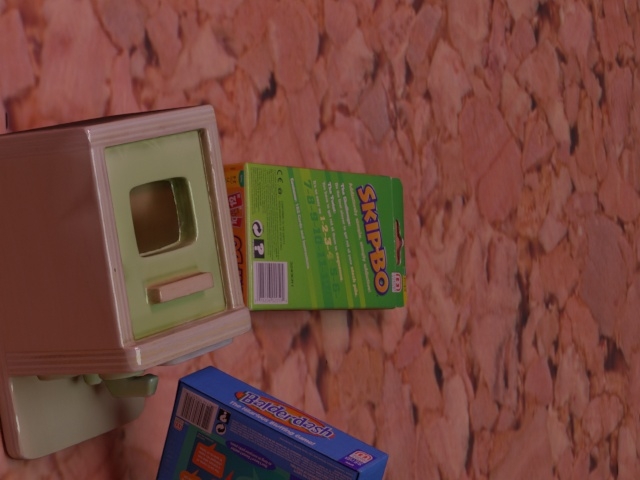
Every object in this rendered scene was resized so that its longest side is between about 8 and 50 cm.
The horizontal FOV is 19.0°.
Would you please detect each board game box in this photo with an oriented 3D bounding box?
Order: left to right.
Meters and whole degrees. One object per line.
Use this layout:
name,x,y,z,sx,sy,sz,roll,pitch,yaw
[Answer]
board game box,-0.051,0.219,1.397,0.047,0.160,0.210,-20,130,-58
board game box,0.000,0.000,1.687,0.259,0.039,0.124,2,85,-55

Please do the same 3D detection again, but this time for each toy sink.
toy sink,-0.145,0.029,1.367,0.153,0.131,0.234,-16,100,-57
